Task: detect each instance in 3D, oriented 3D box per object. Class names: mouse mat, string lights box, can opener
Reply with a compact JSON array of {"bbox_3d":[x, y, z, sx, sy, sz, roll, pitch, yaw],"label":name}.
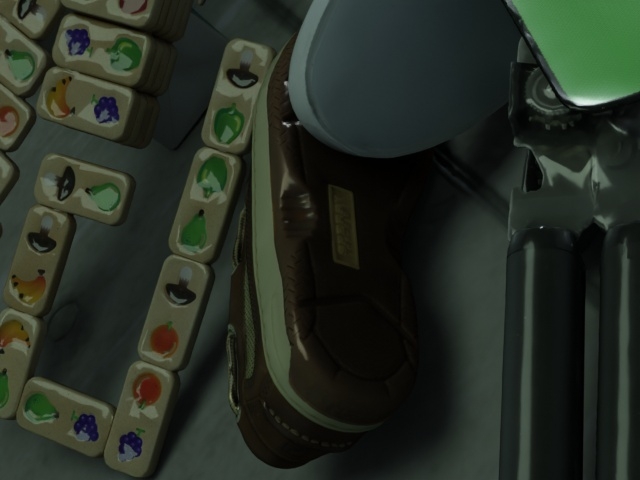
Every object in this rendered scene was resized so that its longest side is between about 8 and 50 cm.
[{"bbox_3d":[0.173,-0.125,0.836,0.190,0.007,0.152,-20,41,0],"label":"mouse mat"},{"bbox_3d":[-0.163,-0.163,1.198,0.077,0.133,0.259,-52,36,5],"label":"string lights box"},{"bbox_3d":[0.117,0.031,0.798,0.076,0.095,0.283,-2,64,15],"label":"can opener"}]

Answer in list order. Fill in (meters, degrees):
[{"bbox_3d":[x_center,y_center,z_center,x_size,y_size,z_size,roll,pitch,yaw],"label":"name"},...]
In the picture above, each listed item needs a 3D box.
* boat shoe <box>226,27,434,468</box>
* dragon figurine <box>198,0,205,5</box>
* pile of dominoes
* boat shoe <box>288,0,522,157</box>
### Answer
[{"bbox_3d":[-0.007,-0.003,0.935,0.095,0.095,0.257,-51,22,41],"label":"boat shoe"},{"bbox_3d":[-0.064,-0.262,1.210,0.085,0.144,0.289,-36,59,20],"label":"dragon figurine"},{"bbox_3d":[-0.141,-0.023,1.012,0.196,0.040,0.251,18,92,25],"label":"pile of dominoes"},{"bbox_3d":[0.077,-0.166,0.952,0.306,0.113,0.105,-56,26,-13],"label":"boat shoe"}]
